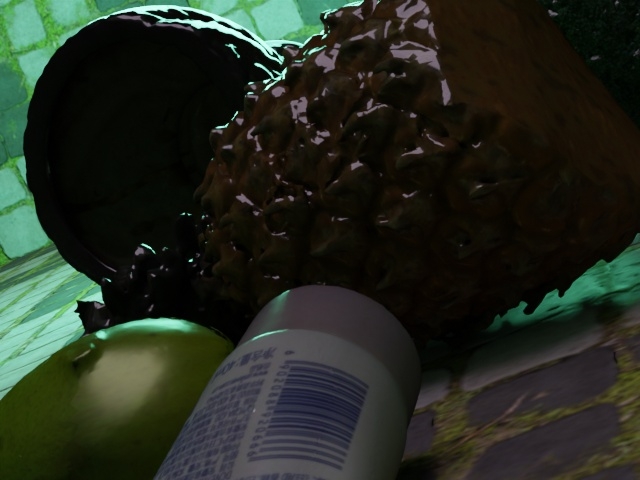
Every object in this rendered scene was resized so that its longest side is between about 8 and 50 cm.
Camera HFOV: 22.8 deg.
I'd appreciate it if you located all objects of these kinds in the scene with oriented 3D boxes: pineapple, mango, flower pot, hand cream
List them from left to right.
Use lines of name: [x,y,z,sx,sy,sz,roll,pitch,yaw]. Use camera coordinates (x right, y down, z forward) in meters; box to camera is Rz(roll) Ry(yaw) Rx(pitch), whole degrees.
mango: [-0.109,0.102,0.753,0.178,0.100,0.119,-33,10,14]
flower pot: [-0.097,-0.089,1.489,0.266,0.266,0.267,-19,0,29]
hand cream: [-0.022,0.107,0.595,0.133,0.083,0.248,-21,19,27]
pineapple: [0.000,0.000,0.896,0.362,0.202,0.202,-36,1,28]

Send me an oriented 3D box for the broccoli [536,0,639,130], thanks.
broccoli: [0.254,-0.150,1.048,0.269,0.254,0.269,1,-18,0]
